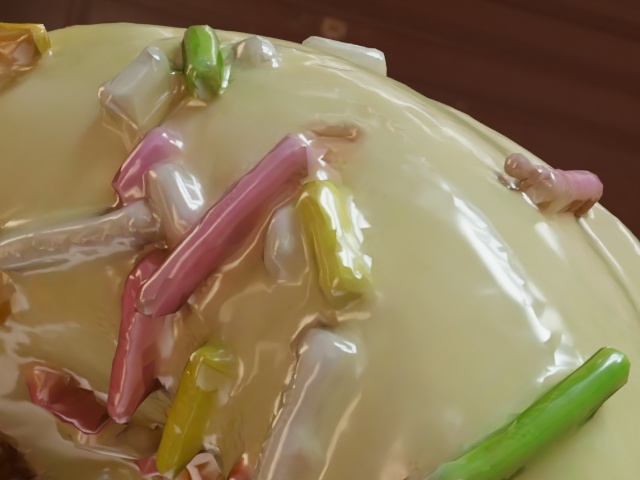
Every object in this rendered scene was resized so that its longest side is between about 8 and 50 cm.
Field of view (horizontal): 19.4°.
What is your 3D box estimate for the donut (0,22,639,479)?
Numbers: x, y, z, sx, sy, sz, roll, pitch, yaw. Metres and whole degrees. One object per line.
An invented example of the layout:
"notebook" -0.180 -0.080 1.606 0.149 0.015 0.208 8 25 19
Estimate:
"donut" -0.049 0.085 0.492 0.307 0.371 0.150 -57 146 -4
